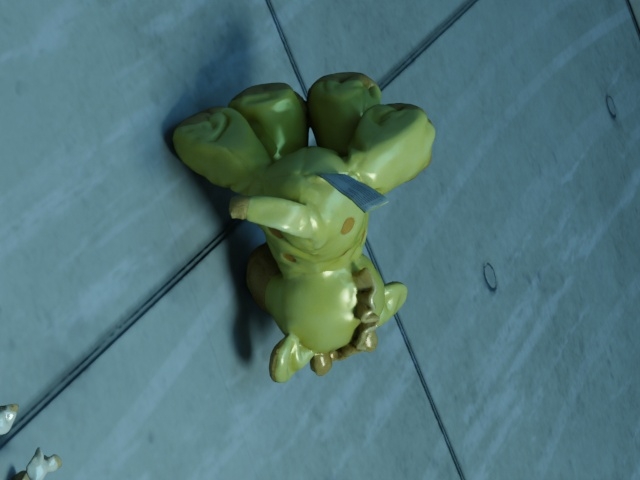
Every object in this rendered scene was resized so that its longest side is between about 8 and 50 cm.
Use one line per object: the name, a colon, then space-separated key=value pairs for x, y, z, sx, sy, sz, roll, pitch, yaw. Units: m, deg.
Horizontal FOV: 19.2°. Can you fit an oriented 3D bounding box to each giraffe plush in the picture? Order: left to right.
giraffe plush: x=0.000 y=0.000 z=1.357 sx=0.210 sy=0.181 sz=0.170 roll=-118 pitch=-160 yaw=-55

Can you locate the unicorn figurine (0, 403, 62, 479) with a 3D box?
unicorn figurine: x=-0.176 y=0.154 z=1.038 sx=0.162 sy=0.060 sz=0.111 roll=40 pitch=40 yaw=-24
